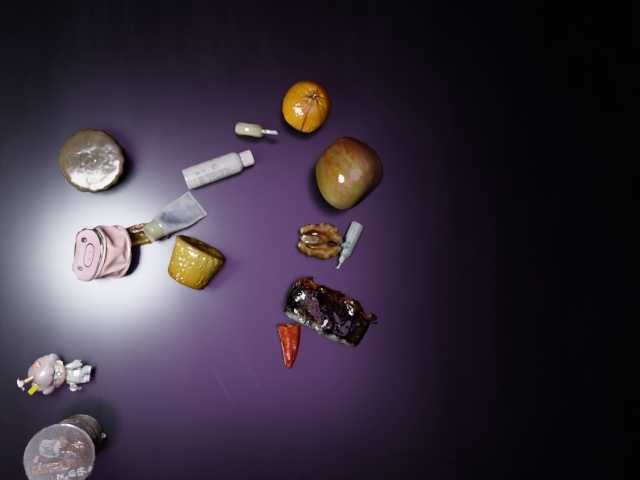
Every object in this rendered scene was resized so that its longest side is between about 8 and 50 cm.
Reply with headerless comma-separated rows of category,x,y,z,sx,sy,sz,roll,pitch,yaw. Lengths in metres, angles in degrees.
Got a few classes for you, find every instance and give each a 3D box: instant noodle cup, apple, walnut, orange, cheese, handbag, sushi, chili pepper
instant noodle cup,-0.842,0.698,1.708,0.218,0.207,0.217,1,85,-10
apple,0.100,-0.254,1.897,0.257,0.257,0.234,-40,88,-9
walnut,0.000,0.000,1.957,0.171,0.069,0.142,11,86,-7
orange,-0.050,-0.511,1.936,0.194,0.161,0.193,0,86,-4
cheese,-0.238,-0.417,1.937,0.171,0.092,0.047,7,100,-2
handbag,-0.765,0.043,1.776,0.179,0.116,0.204,9,93,31
sushi,0.041,0.272,1.884,0.344,0.196,0.181,26,90,-6
chili pepper,-0.117,0.401,1.919,0.088,0.065,0.168,-1,90,-8

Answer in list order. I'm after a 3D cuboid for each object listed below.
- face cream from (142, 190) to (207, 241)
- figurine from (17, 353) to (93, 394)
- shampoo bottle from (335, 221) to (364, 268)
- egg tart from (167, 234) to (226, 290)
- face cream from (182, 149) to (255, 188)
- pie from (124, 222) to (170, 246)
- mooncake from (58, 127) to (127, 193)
face cream,-0.538,-0.081,1.874,0.224,0.070,0.114,-39,91,-29
figurine,-0.915,0.461,1.765,0.229,0.112,0.137,5,94,-22
shampoo bottle,0.110,0.023,1.980,0.056,0.056,0.195,25,82,-7
egg tart,-0.457,0.081,1.826,0.203,0.202,0.147,30,94,-6
face cream,-0.378,-0.272,1.909,0.269,0.082,0.081,-22,90,-11
pie,-0.659,-0.021,1.872,0.191,0.033,0.088,-15,77,-17
mooncake,-0.807,-0.279,1.822,0.229,0.124,0.228,0,92,-8
